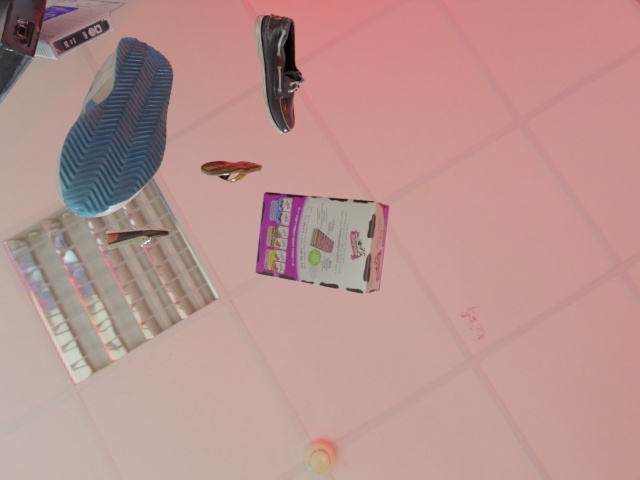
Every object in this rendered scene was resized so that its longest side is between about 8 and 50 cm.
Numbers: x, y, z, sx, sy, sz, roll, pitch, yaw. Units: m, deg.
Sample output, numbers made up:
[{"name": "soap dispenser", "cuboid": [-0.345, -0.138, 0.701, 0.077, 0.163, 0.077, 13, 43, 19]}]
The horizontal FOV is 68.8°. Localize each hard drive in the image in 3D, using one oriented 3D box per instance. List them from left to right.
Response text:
[{"name": "hard drive", "cuboid": [-0.540, -0.380, 0.822, 0.171, 0.054, 0.255, -26, -121, 33]}]

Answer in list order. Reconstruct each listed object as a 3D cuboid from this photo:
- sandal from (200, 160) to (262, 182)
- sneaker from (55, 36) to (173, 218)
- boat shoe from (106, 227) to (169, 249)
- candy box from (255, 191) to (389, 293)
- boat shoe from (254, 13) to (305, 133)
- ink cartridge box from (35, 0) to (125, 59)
[{"name": "sandal", "cuboid": [-0.221, -0.172, 1.193, 0.072, 0.180, 0.049, 25, -66, 33]}, {"name": "sneaker", "cuboid": [-0.217, -0.111, 0.498, 0.087, 0.092, 0.229, 28, -133, -30]}, {"name": "boat shoe", "cuboid": [-0.410, -0.007, 1.055, 0.136, 0.049, 0.043, -5, -88, -17]}, {"name": "candy box", "cuboid": [0.000, 0.000, 0.859, 0.233, 0.071, 0.160, 8, -87, 29]}, {"name": "boat shoe", "cuboid": [-0.062, -0.281, 0.813, 0.064, 0.075, 0.206, 3, -52, 16]}, {"name": "ink cartridge box", "cuboid": [-0.553, -0.459, 1.001, 0.206, 0.045, 0.208, 18, -129, 25]}]
